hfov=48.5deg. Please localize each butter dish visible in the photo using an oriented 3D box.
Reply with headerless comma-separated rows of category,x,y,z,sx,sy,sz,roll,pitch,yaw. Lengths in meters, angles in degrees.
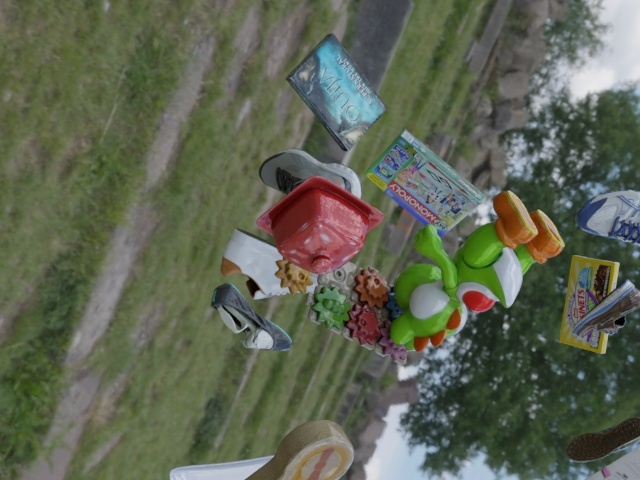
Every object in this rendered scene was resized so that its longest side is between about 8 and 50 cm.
butter dish,0.000,0.000,1.128,0.160,0.160,0.118,-35,-140,35

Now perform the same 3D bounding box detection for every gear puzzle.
gear puzzle,0.060,0.105,1.403,0.044,0.339,0.175,-32,-144,51

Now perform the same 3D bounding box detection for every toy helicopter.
toy helicopter,-0.101,0.330,0.786,0.355,0.235,0.140,-39,-142,5

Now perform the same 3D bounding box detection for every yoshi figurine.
yoshi figurine,0.259,0.054,1.340,0.362,0.203,0.203,-45,173,26

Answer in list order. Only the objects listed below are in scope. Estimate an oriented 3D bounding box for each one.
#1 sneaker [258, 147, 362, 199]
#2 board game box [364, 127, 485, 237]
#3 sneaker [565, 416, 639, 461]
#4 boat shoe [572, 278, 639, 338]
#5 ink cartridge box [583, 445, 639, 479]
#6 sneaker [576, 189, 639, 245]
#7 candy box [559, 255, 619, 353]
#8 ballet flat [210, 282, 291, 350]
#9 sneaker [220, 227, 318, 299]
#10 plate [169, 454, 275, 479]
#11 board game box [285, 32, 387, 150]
sneaker,-0.042,-0.127,1.508,0.108,0.272,0.100,-29,123,-38
board game box,0.314,-0.170,2.177,0.213,0.317,0.046,-48,-175,47
sneaker,0.679,0.475,1.670,0.192,0.086,0.064,-31,-125,20
boat shoe,0.584,0.157,1.447,0.066,0.066,0.183,-29,158,-35
ink cartridge box,0.489,0.448,1.203,0.067,0.198,0.115,52,-13,53
sneaker,0.724,-0.032,1.569,0.131,0.297,0.111,-76,166,-53
candy box,0.604,0.143,1.604,0.105,0.027,0.205,12,-82,50
ballet flat,-0.201,0.239,1.974,0.095,0.280,0.096,-32,-159,42
sneaker,-0.086,0.082,1.525,0.123,0.290,0.106,-64,-155,1
plate,-0.156,0.571,1.483,0.045,0.277,0.277,-112,-165,-76
board game box,0.034,-0.280,1.355,0.126,0.186,0.026,-49,-153,-15
